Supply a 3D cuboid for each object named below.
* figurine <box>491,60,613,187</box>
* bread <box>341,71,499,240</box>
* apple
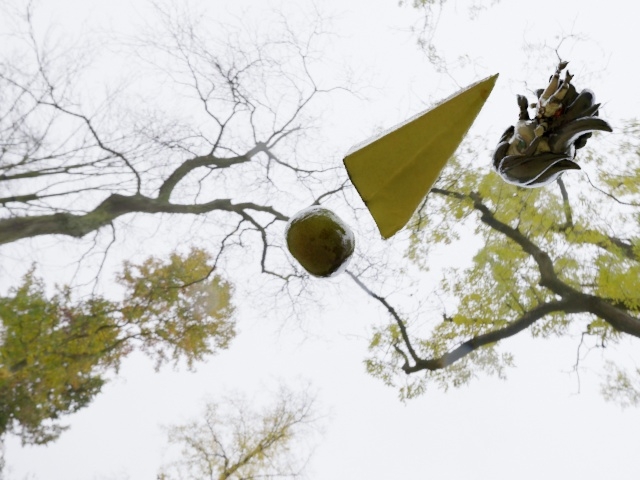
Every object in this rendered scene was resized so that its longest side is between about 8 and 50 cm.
[{"bbox_3d":[0.512,-0.241,0.905,0.197,0.175,0.265,37,-38,-3],"label":"figurine"},{"bbox_3d":[0.184,-0.132,0.660,0.263,0.168,0.163,-25,-78,21],"label":"bread"},{"bbox_3d":[0.000,0.000,1.034,0.157,0.196,0.196,-41,-100,3],"label":"apple"}]
